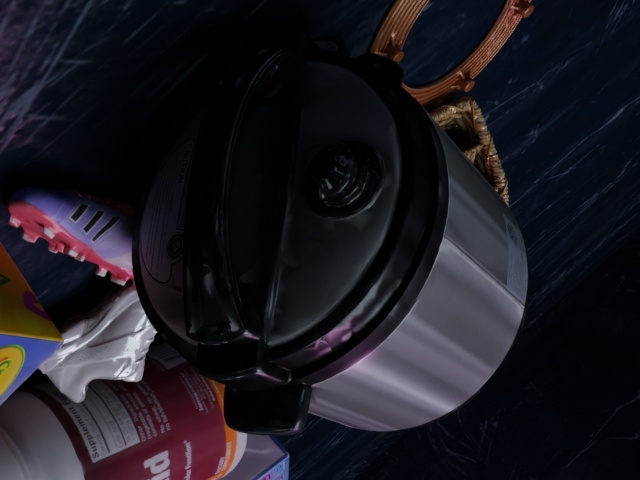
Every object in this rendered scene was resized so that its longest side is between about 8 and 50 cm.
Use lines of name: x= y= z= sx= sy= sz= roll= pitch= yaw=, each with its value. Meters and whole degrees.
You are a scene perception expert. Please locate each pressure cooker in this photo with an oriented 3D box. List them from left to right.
pressure cooker: x=0.005 y=-0.002 z=0.892 sx=0.375 sy=0.370 sz=0.420 roll=-45 pitch=143 yaw=8

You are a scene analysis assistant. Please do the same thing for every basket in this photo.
basket: x=0.163 y=-0.043 z=1.259 sx=0.299 sy=0.213 sz=0.223 roll=-28 pitch=160 yaw=-29

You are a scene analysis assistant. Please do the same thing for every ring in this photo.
ring: x=0.197 y=-0.297 z=1.129 sx=0.336 sy=0.032 sz=0.337 roll=-35 pitch=156 yaw=-18

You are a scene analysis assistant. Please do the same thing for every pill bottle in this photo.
pill bottle: x=-0.310 y=0.288 z=1.099 sx=0.392 sy=0.224 sz=0.224 roll=-15 pitch=145 yaw=-47

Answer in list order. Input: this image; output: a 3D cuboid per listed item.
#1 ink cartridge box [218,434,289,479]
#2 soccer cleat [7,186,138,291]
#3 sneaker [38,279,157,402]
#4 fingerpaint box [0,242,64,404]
ink cartridge box: x=-0.216 y=0.574 z=1.844 sx=0.270 sy=0.151 sz=0.395 roll=-33 pitch=157 yaw=-20
soccer cleat: x=-0.246 y=-0.018 z=0.881 sx=0.095 sy=0.083 sz=0.248 roll=-68 pitch=155 yaw=-13
sneaker: x=-0.244 y=0.118 z=1.025 sx=0.232 sy=0.115 sz=0.090 roll=-34 pitch=-166 yaw=-4
fingerpaint box: x=-0.504 y=0.158 z=0.648 sx=0.445 sy=0.163 sz=0.371 roll=-45 pitch=156 yaw=8
